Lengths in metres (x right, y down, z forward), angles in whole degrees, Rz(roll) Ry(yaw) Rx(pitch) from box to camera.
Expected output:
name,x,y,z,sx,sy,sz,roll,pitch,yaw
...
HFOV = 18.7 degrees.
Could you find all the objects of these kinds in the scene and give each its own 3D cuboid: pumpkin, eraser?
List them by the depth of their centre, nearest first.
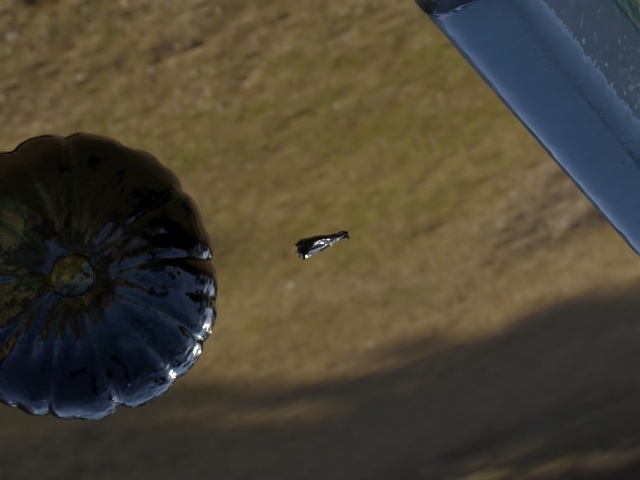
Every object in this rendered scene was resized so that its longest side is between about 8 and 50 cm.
name,x,y,z,sx,sy,sz,roll,pitch,yaw
eraser,0.154,-0.136,1.225,0.104,0.189,0.290,-27,135,22
pumpkin,-0.161,0.023,1.279,0.194,0.194,0.150,-24,-164,8

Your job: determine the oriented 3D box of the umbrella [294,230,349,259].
name,x,y,z,sx,sy,sz,roll,pitch,yaw
umbrella,0.002,0.002,2.061,0.083,0.020,0.031,-12,147,-44
